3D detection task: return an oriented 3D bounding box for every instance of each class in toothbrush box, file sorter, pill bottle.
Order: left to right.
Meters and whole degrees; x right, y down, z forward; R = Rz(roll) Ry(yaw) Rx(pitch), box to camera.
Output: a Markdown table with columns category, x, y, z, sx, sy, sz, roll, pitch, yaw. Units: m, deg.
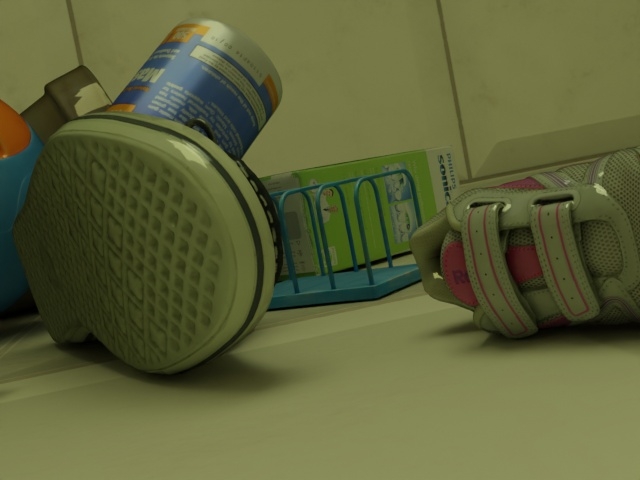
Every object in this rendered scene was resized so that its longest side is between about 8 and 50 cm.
| category | x | y | z | sx | sy | sz | roll | pitch | yaw |
| --- | --- | --- | --- | --- | --- | --- | --- | --- | --- |
| pill bottle | -0.168 | -0.102 | 1.122 | 0.152 | 0.152 | 0.272 | -6 | 44 | 50 |
| file sorter | 0.000 | 0.000 | 0.951 | 0.170 | 0.105 | 0.118 | -9 | 4 | 33 |
| toothbrush box | 0.010 | -0.031 | 1.243 | 0.206 | 0.122 | 0.283 | -8 | 6 | 43 |

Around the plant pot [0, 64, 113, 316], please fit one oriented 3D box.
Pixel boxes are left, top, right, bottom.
| category | x | y | z | sx | sy | sz | roll | pitch | yaw |
| --- | --- | --- | --- | --- | --- | --- | --- | --- | --- |
| plant pot | -0.379 | -0.041 | 1.418 | 0.280 | 0.323 | 0.323 | -28 | 8 | -13 |

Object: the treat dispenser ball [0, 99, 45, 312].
| category | x | y | z | sx | sy | sz | roll | pitch | yaw |
| --- | --- | --- | --- | --- | --- | --- | --- | --- | --- |
| treat dispenser ball | -0.439 | -0.040 | 1.148 | 0.288 | 0.288 | 0.288 | -11 | 4 | 1 |

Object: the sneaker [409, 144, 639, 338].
| category | x | y | z | sx | sy | sz | roll | pitch | yaw |
| --- | --- | --- | --- | --- | --- | --- | --- | --- | --- |
| sneaker | 0.132 | 0.010 | 0.574 | 0.111 | 0.103 | 0.252 | -16 | -1 | -19 |

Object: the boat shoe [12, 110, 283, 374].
| category | x | y | z | sx | sy | sz | roll | pitch | yaw |
| --- | --- | --- | --- | --- | --- | --- | --- | --- | --- |
| boat shoe | -0.126 | -0.002 | 0.797 | 0.156 | 0.187 | 0.500 | -19 | 2 | -23 |
